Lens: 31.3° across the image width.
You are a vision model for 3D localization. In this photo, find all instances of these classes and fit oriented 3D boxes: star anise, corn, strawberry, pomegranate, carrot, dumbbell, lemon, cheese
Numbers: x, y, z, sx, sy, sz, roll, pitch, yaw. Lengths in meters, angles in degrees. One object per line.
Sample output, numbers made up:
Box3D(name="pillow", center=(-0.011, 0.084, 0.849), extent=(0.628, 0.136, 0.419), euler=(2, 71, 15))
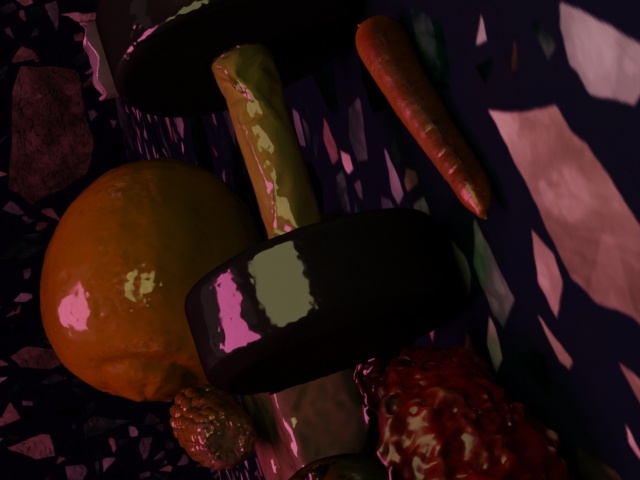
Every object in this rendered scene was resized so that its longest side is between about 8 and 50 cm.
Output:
Box3D(name="star anise", center=(0.009, 0.107, 1.049), extent=(0.140, 0.144, 0.158), euler=(82, 167, -65))
Box3D(name="corn", center=(-0.132, 0.226, 1.394), extent=(0.320, 0.097, 0.096), euler=(166, 88, -79))
Box3D(name="strawberry", center=(0.112, 0.148, 0.765), extent=(0.236, 0.111, 0.190), euler=(-81, -27, -60))
Box3D(name="pomegranate", center=(0.030, 0.309, 1.150), extent=(0.159, 0.159, 0.205), euler=(-132, 25, -63))
Box3D(name="carrot", center=(0.074, -0.085, 0.777), extent=(0.037, 0.037, 0.190), euler=(93, 154, -54))
Box3D(name="dumbbell", center=(-0.035, -0.063, 0.878), extent=(0.203, 0.204, 0.322), euler=(112, 140, -70))
Box3D(name="lemon", center=(-0.226, 0.056, 1.590), extent=(0.348, 0.348, 0.347), euler=(164, 90, -78))
Box3D(name="cheese", center=(-0.031, 0.169, 1.339), extent=(0.326, 0.115, 0.318), euler=(89, 162, -51))

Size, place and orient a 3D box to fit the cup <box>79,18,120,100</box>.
Box3D(name="cup", center=(-0.229, -0.262, 1.548), extent=(0.299, 0.173, 0.167), euler=(-121, 21, -52))

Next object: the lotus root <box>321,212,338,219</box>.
Box3D(name="lotus root", center=(0.000, 0.000, 1.157), extent=(0.099, 0.049, 0.054), euler=(131, 125, -68))
